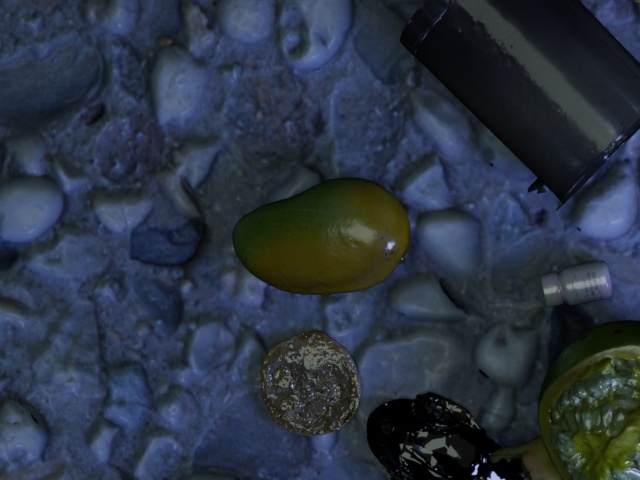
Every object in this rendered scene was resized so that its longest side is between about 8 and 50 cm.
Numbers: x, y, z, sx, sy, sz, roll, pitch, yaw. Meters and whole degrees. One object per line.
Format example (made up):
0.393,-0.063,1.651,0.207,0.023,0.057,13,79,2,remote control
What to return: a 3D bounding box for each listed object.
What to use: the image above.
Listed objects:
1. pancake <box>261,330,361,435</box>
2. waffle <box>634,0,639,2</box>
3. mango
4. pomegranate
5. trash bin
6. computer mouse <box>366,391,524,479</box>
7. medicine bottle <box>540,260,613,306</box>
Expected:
-0.013,0.201,1.929,0.152,0.025,0.151,1,93,14,pancake
0.446,-0.449,1.711,0.261,0.151,0.324,-11,91,28,waffle
0.000,0.000,1.869,0.251,0.114,0.156,-12,98,12,mango
0.376,0.238,1.737,0.341,0.260,0.260,-26,87,30,pomegranate
0.276,-0.221,1.746,0.301,0.203,0.252,47,130,6,trash bin
0.166,0.302,1.867,0.242,0.077,0.146,28,101,9,computer mouse
0.342,0.059,1.824,0.089,0.052,0.052,-12,90,13,medicine bottle
